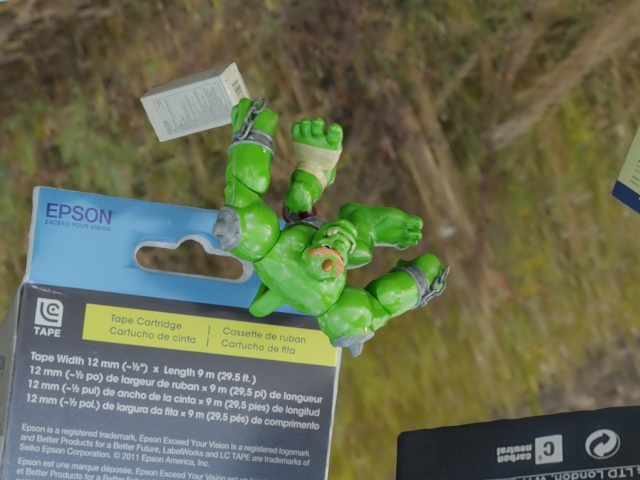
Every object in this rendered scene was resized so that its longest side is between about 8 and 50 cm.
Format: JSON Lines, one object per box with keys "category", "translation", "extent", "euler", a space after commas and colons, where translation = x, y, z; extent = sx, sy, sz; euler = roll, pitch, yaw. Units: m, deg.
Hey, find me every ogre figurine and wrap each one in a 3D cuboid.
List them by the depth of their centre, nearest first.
{"category": "ogre figurine", "translation": [0.000, 0.000, 1.228], "extent": [0.097, 0.118, 0.197], "euler": [-9, 129, 37]}

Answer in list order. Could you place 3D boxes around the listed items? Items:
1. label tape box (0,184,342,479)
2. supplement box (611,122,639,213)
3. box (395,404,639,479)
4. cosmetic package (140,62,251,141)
{"category": "label tape box", "translation": [-0.125, 0.149, 1.321], "extent": [0.249, 0.348, 0.115], "euler": [7, 174, -18]}
{"category": "supplement box", "translation": [0.188, -0.038, 0.770], "extent": [0.056, 0.083, 0.083], "euler": [1, 117, -39]}
{"category": "box", "translation": [0.230, 0.433, 1.163], "extent": [0.297, 0.472, 0.480], "euler": [-8, 138, 13]}
{"category": "cosmetic package", "translation": [-0.140, -0.157, 1.982], "extent": [0.115, 0.060, 0.041], "euler": [-11, -157, 29]}
